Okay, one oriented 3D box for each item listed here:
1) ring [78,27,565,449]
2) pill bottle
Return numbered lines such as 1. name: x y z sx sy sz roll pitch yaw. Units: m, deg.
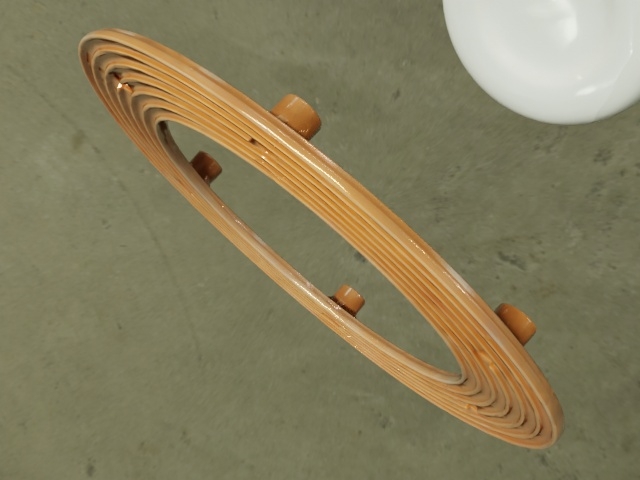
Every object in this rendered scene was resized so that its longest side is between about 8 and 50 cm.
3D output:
1. ring: 0.000 0.000 0.519 0.336 0.336 0.032 40 78 1
2. pill bottle: 0.143 -0.132 0.414 0.184 0.103 0.103 -38 90 -39
